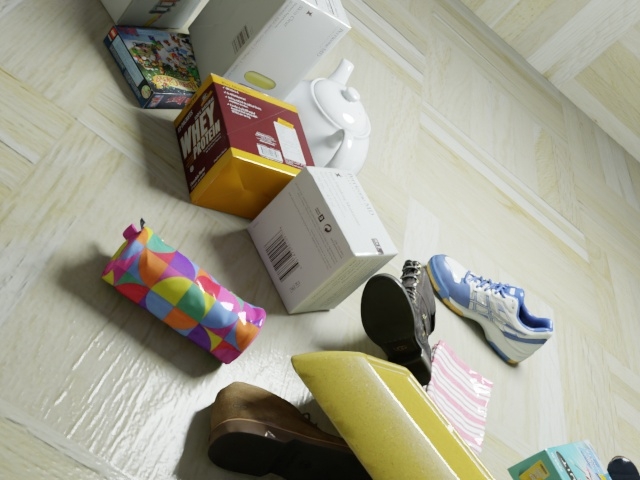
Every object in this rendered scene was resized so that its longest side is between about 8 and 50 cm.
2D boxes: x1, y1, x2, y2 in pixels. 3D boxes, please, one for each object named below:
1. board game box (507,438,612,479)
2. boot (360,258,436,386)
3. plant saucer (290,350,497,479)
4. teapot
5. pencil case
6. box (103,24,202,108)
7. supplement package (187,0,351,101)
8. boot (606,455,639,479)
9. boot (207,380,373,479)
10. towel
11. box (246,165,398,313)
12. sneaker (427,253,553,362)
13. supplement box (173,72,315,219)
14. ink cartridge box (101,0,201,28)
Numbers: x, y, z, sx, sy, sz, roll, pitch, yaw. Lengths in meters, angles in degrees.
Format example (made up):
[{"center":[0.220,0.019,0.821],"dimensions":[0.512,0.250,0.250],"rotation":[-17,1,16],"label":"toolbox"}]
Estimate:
[{"center":[0.464,0.481,1.369],"dimensions":[0.336,0.079,0.254],"rotation":[19,40,-59],"label":"board game box"},{"center":[0.150,0.109,1.427],"dimensions":[0.229,0.091,0.263],"rotation":[-72,147,-52],"label":"boot"},{"center":[0.134,0.284,1.124],"dimensions":[0.333,0.081,0.332],"rotation":[51,7,24],"label":"plant saucer"},{"center":[0.010,-0.227,1.576],"dimensions":[0.252,0.187,0.256],"rotation":[-13,66,-52],"label":"teapot"},{"center":[-0.191,0.074,1.121],"dimensions":[0.236,0.104,0.104],"rotation":[40,34,-13],"label":"pencil case"},{"center":[-0.270,-0.320,1.487],"dimensions":[0.233,0.044,0.159],"rotation":[-12,64,-53],"label":"box"},{"center":[-0.102,-0.394,1.470],"dimensions":[0.145,0.262,0.204],"rotation":[16,44,-40],"label":"supplement package"},{"center":[0.610,0.526,1.551],"dimensions":[0.106,0.082,0.219],"rotation":[15,66,-72],"label":"boot"},{"center":[-0.014,0.280,1.106],"dimensions":[0.305,0.112,0.115],"rotation":[27,28,-24],"label":"boot"},{"center":[0.251,0.285,1.456],"dimensions":[0.144,0.029,0.197],"rotation":[41,34,-8],"label":"towel"},{"center":[0.000,0.000,1.332],"dimensions":[0.119,0.182,0.181],"rotation":[-2,57,-48],"label":"box"},{"center":[0.358,0.117,1.660],"dimensions":[0.296,0.131,0.112],"rotation":[42,35,-5],"label":"sneaker"},{"center":[-0.131,-0.156,1.395],"dimensions":[0.191,0.129,0.194],"rotation":[14,45,-39],"label":"supplement box"},{"center":[-0.330,-0.500,1.531],"dimensions":[0.176,0.127,0.128],"rotation":[-16,68,-54],"label":"ink cartridge box"}]
